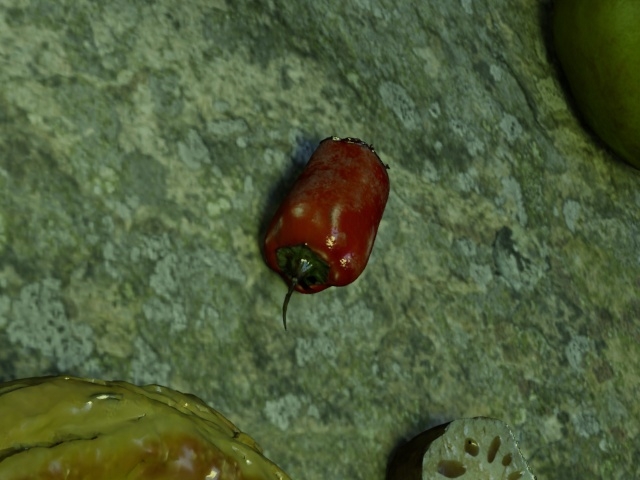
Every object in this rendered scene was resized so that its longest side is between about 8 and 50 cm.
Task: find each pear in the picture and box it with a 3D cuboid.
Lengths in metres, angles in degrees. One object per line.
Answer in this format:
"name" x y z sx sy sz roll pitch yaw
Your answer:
"pear" 0.380 -0.218 1.413 0.269 0.269 0.321 -22 103 -45

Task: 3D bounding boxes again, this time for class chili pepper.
"chili pepper" 0.000 0.000 1.083 0.086 0.084 0.192 32 48 -10

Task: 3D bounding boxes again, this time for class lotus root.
"lotus root" 0.111 0.209 1.109 0.112 0.081 0.122 -27 94 -44

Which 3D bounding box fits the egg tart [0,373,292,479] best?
"egg tart" -0.140 0.294 0.773 0.443 0.178 0.443 19 61 -40
